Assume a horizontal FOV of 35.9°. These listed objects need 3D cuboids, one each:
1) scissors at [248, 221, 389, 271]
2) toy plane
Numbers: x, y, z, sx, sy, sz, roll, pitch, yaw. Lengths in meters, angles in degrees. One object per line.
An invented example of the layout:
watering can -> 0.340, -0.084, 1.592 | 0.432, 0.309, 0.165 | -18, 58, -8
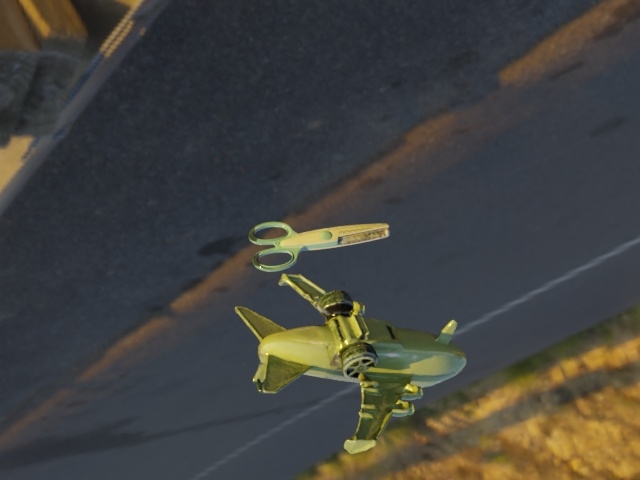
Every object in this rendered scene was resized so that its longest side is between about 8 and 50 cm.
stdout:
scissors -> 0.000, 0.000, 0.836 | 0.119, 0.058, 0.014 | -7, 134, -4
toy plane -> 0.018, 0.049, 0.429 | 0.111, 0.102, 0.040 | 3, 132, -24
